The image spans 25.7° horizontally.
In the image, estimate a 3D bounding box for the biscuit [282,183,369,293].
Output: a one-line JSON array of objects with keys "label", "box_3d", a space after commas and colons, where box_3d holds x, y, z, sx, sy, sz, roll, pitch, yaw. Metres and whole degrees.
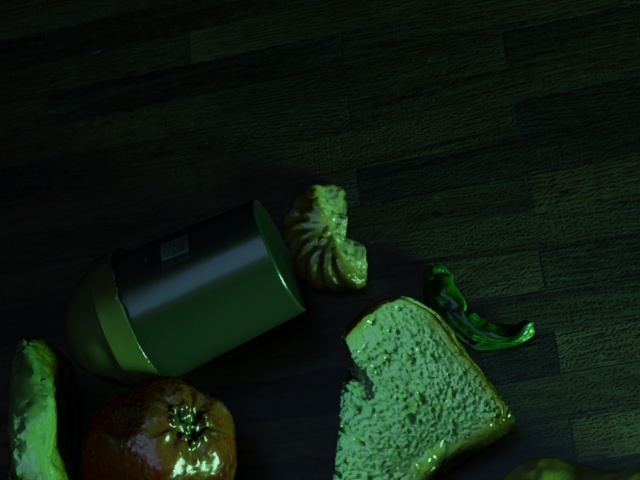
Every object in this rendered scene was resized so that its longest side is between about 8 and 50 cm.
[{"label": "biscuit", "box_3d": [0.000, 0.000, 2.056, 0.118, 0.061, 0.183, -23, 63, 6]}]

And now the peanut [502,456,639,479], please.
[{"label": "peanut", "box_3d": [0.378, 0.341, 1.751, 0.319, 0.147, 0.147, 11, 69, 20]}]

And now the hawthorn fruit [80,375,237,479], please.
[{"label": "hawthorn fruit", "box_3d": [-0.231, 0.300, 1.912, 0.205, 0.253, 0.205, 18, 52, -25]}]

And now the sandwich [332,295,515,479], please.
[{"label": "sandwich", "box_3d": [0.087, 0.234, 1.903, 0.288, 0.099, 0.254, -39, 69, -5]}]

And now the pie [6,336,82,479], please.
[{"label": "pie", "box_3d": [-0.364, 0.300, 1.895, 0.078, 0.296, 0.371, -8, 67, -3]}]

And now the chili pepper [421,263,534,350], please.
[{"label": "chili pepper", "box_3d": [0.209, 0.103, 1.959, 0.182, 0.050, 0.073, 34, 72, 23]}]

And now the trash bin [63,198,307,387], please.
[{"label": "trash bin", "box_3d": [-0.202, 0.088, 1.980, 0.334, 0.214, 0.214, -25, 62, 5]}]
